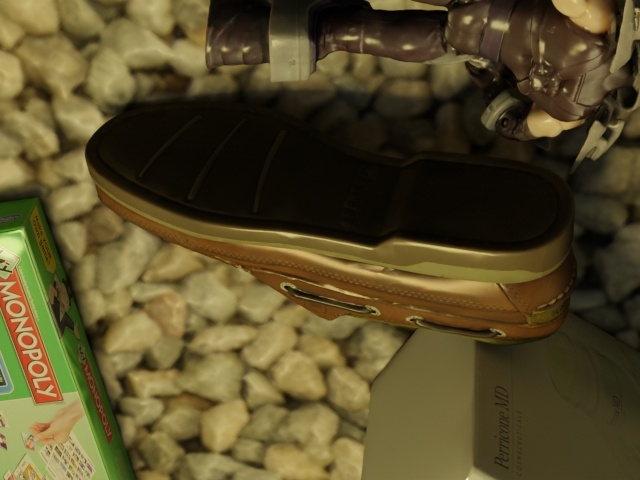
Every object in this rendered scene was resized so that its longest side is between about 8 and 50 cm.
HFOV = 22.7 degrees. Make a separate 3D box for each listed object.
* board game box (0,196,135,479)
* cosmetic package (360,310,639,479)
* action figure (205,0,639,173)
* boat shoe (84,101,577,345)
[{"bbox_3d":[-0.255,0.130,1.120,0.214,0.046,0.317,-8,119,10],"label":"board game box"},{"bbox_3d":[0.150,0.163,0.994,0.225,0.224,0.138,29,120,-11],"label":"cosmetic package"},{"bbox_3d":[0.080,-0.130,0.889,0.285,0.099,0.185,15,135,7],"label":"action figure"},{"bbox_3d":[0.000,0.000,0.958,0.307,0.110,0.104,15,139,21],"label":"boat shoe"}]
